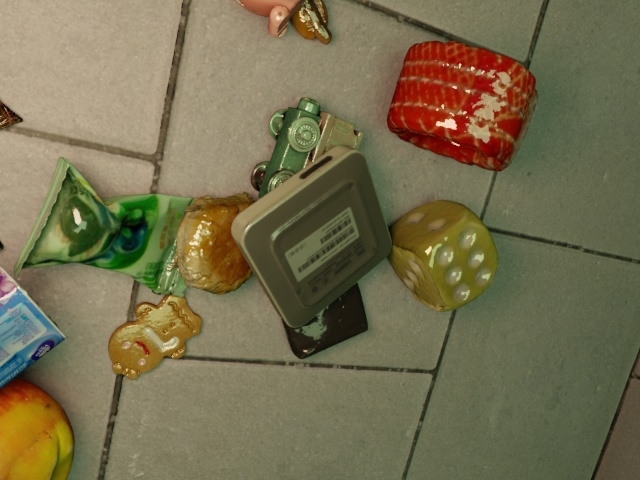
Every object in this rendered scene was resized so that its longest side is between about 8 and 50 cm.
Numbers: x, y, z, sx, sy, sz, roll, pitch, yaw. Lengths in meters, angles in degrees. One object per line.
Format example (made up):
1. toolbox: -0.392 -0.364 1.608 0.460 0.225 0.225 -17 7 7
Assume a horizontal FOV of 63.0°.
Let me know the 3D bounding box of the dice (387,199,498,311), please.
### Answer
1. dice: 0.341 0.039 1.483 0.227 0.233 0.238 -34 116 -12

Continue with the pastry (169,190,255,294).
1. pastry: -0.244 0.008 1.268 0.257 0.121 0.235 -19 118 -48

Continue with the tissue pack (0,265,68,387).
1. tissue pack: -0.656 0.188 0.967 0.263 0.146 0.198 -42 150 -25

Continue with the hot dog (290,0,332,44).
1. hot dog: -0.024 -0.538 1.259 0.090 0.060 0.140 -25 115 -11

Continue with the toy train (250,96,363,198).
1. toy train: -0.038 -0.191 1.309 0.221 0.150 0.304 14 102 -36

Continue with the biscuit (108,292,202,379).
1. biscuit: -0.428 0.246 1.328 0.249 0.035 0.184 -34 115 -10

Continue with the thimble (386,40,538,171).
1. thimble: 0.354 -0.336 1.328 0.350 0.350 0.230 17 97 -26

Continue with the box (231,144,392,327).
1. box: 0.000 0.000 1.297 0.367 0.090 0.373 -37 131 -15

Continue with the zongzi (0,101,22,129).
1. zongzi: -0.670 -0.275 1.072 0.067 0.073 0.083 -27 153 -14

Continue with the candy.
1. candy: -0.441 -0.012 1.183 0.398 0.172 0.263 17 102 -39

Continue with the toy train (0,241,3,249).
1. toy train: -0.733 -0.003 1.128 0.053 0.033 0.083 -31 114 -18

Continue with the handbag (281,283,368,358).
1. handbag: 0.012 0.197 1.474 0.247 0.080 0.223 -20 111 -17

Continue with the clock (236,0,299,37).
1. clock: -0.110 -0.614 1.137 0.241 0.142 0.227 42 89 -8

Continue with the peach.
1. peach: -0.725 0.457 1.107 0.370 0.370 0.370 -6 107 -21
